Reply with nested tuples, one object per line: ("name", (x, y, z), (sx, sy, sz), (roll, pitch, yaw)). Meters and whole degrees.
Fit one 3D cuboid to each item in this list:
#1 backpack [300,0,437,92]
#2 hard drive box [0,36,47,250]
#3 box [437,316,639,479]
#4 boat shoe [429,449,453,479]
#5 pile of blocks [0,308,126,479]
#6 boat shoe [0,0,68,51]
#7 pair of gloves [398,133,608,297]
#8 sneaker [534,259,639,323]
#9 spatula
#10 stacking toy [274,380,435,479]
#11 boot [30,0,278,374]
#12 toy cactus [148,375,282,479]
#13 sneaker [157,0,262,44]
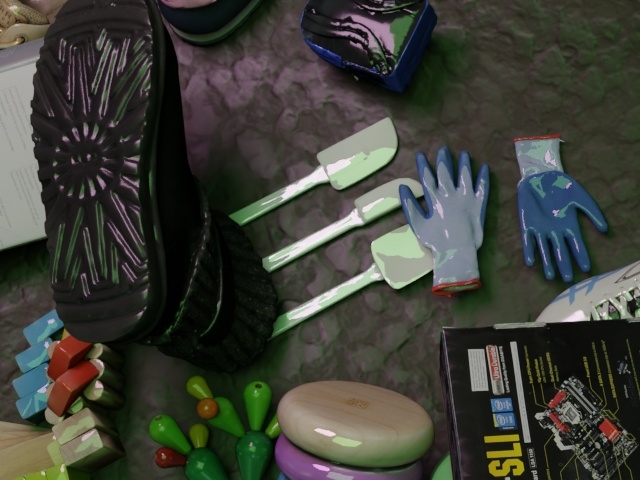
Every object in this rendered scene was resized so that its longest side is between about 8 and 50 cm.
("backpack", (0.044, -0.207, 1.609), (0.120, 0.101, 0.098), (24, 80, 18))
("hard drive box", (-0.317, -0.090, 1.602), (0.232, 0.089, 0.181), (-15, 111, 5))
("box", (0.239, 0.210, 1.308), (0.257, 0.079, 0.322), (-4, 51, -1))
("boat shoe", (0.236, 0.175, 1.487), (0.301, 0.102, 0.108), (-27, 99, -3))
("pile of blocks", (-0.261, 0.167, 1.563), (0.149, 0.112, 0.362), (4, 77, 10))
("boat shoe", (-0.318, -0.225, 1.666), (0.121, 0.110, 0.341), (39, 85, 15))
("pair of gloves", (0.180, -0.027, 1.577), (0.198, 0.023, 0.159), (-7, 70, -2))
("sneaker", (0.307, 0.056, 1.513), (0.237, 0.086, 0.085), (-22, 76, 5))
("spatula", (0.000, 0.000, 1.610), (0.242, 0.019, 0.168), (-28, 75, 1))
("stacking toy", (0.007, 0.300, 1.444), (0.141, 0.141, 0.330), (13, 105, 12))
("boot", (-0.148, -0.051, 1.510), (0.131, 0.260, 0.348), (-4, 82, 26))
("toy cactus", (-0.062, 0.225, 1.532), (0.219, 0.112, 0.180), (6, 88, 0))
("sneaker", (-0.056, -0.349, 1.643), (0.112, 0.131, 0.319), (32, 83, 15))
